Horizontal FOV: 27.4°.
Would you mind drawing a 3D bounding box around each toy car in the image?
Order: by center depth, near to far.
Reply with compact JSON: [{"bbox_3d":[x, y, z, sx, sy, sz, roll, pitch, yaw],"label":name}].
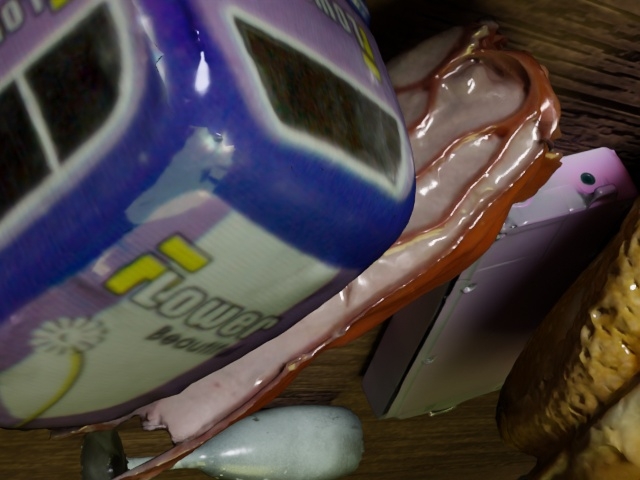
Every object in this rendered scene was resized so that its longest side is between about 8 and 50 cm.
[{"bbox_3d":[-0.089,-0.025,0.417,0.235,0.158,0.172,-31,154,21],"label":"toy car"}]

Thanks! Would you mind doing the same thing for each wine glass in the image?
[{"bbox_3d":[-0.058,0.144,0.872,0.198,0.066,0.066,1,145,-39],"label":"wine glass"}]

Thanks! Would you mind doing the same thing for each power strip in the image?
[{"bbox_3d":[0.104,0.037,0.826,0.109,0.037,0.279,-14,152,-20],"label":"power strip"}]

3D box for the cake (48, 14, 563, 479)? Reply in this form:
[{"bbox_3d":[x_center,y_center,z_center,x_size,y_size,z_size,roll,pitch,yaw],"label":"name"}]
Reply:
[{"bbox_3d":[-0.004,-0.005,0.540,0.287,0.098,0.135,-32,170,-27],"label":"cake"}]

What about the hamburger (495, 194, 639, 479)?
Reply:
[{"bbox_3d":[0.227,0.052,0.741,0.290,0.170,0.314,-29,158,-40],"label":"hamburger"}]
